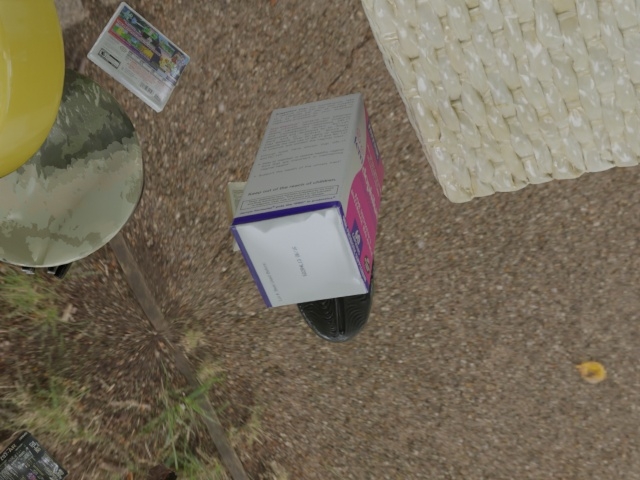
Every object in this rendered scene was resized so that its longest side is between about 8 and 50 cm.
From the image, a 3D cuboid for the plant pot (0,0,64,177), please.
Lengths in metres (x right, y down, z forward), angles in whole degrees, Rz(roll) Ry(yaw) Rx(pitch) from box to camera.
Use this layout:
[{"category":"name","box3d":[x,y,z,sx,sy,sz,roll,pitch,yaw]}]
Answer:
[{"category":"plant pot","box3d":[-0.362,-0.136,0.563,0.253,0.239,0.254,7,111,18]}]

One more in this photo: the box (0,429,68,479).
[{"category":"box","box3d":[-0.358,0.283,0.947,0.067,0.018,0.083,-49,130,-29]}]

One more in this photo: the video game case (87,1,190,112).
[{"category":"video game case","box3d":[-0.414,-0.422,1.791,0.201,0.023,0.184,38,53,-27]}]

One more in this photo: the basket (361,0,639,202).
[{"category":"basket","box3d":[0.231,-0.252,0.819,0.328,0.331,0.267,-12,44,20]}]

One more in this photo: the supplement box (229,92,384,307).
[{"category":"supplement box","box3d":[-0.005,-0.049,0.823,0.113,0.220,0.111,-10,127,16]}]

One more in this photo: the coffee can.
[{"category":"coffee can","box3d":[-0.303,-0.080,0.889,0.201,0.275,0.202,-1,93,-13]}]

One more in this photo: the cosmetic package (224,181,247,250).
[{"category":"cosmetic package","box3d":[-0.125,-0.042,1.322,0.060,0.041,0.115,-1,61,-18]}]

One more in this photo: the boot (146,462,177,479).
[{"category":"boot","box3d":[-0.366,0.532,1.689,0.106,0.114,0.037,-41,106,-25]}]

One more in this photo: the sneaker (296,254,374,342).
[{"category":"sneaker","box3d":[0.001,-0.001,1.590,0.169,0.257,0.448,-12,75,-4]}]

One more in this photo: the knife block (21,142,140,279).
[{"category":"knife block","box3d":[-0.450,-0.062,1.429,0.088,0.276,0.242,27,122,-5]}]
